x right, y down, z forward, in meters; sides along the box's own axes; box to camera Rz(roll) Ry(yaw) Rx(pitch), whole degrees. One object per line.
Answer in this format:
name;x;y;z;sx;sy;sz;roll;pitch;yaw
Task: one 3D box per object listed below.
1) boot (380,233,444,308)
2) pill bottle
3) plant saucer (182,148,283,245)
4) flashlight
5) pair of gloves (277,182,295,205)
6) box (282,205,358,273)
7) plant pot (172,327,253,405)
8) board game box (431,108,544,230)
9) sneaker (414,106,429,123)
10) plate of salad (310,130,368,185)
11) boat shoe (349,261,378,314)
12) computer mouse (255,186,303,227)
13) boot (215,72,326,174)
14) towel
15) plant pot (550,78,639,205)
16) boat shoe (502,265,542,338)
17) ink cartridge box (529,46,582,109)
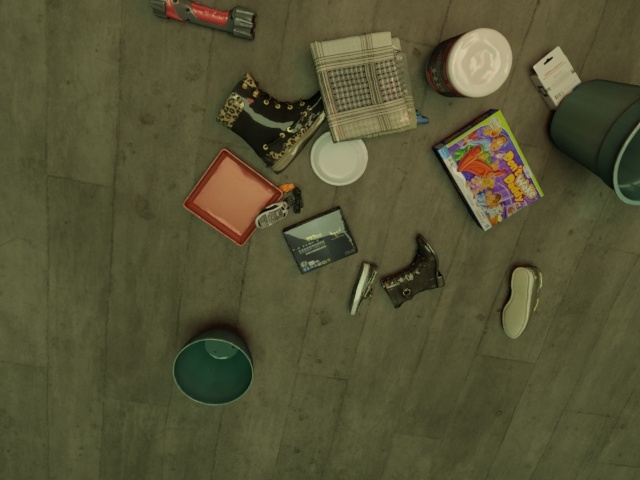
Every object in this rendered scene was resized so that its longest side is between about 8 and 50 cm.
boot;0.336;0.126;1.632;0.229;0.091;0.262;-21;111;4
pill bottle;0.420;-0.521;1.287;0.177;0.318;0.176;-1;109;-2
plant saucer;-0.309;-0.151;1.529;0.258;0.047;0.259;37;103;-14
flashlight;-0.351;-0.701;1.306;0.304;0.103;0.103;11;106;-5
pair of gloves;-0.121;-0.163;1.552;0.074;0.010;0.083;-12;110;1
box;0.000;0.000;1.589;0.233;0.059;0.183;-22;108;5
plant pot;-0.396;0.452;1.659;0.291;0.195;0.290;-1;110;-2
board game box;0.578;-0.239;1.486;0.233;0.078;0.347;-34;107;9
sneaker;0.306;-0.434;1.454;0.144;0.053;0.059;18;106;-10
plate of salad;0.065;-0.289;1.498;0.200;0.048;0.199;2;117;4
boat shoe;0.167;0.193;1.655;0.070;0.077;0.219;15;106;-6
computer mouse;-0.150;-0.109;1.514;0.193;0.042;0.106;-27;140;-17
boot;-0.132;-0.438;1.395;0.284;0.138;0.377;36;110;-14
towel;0.150;-0.480;1.342;0.325;0.056;0.311;-16;96;-21
plant pot;0.939;-0.338;1.338;0.342;0.334;0.340;-8;125;-11
boat shoe;0.796;0.243;1.685;0.091;0.109;0.304;-8;112;-28
ink cartridge box;0.781;-0.539;1.433;0.104;0.060;0.180;-39;107;11
